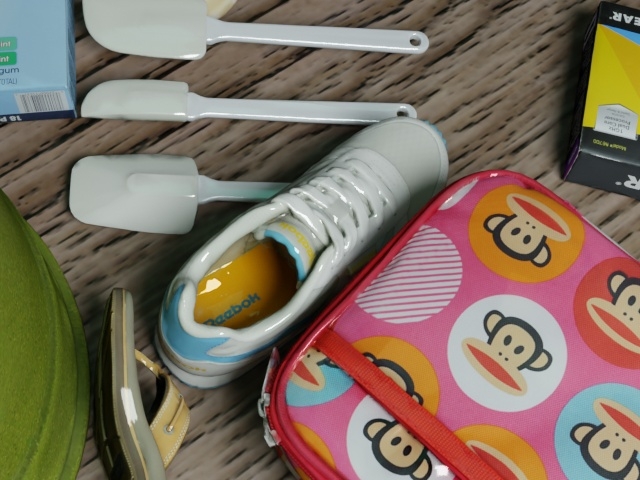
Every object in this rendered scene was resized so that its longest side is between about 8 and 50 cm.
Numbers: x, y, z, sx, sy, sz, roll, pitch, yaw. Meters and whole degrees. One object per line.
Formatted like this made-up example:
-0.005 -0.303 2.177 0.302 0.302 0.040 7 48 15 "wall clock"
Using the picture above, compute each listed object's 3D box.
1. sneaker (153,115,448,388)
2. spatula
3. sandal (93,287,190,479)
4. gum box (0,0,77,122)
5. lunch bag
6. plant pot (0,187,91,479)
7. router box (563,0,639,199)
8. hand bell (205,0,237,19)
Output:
0.000 0.000 0.670 0.087 0.092 0.229 45 69 6 "sneaker"
-0.043 -0.084 0.748 0.242 0.019 0.168 3 70 -10 "spatula"
-0.096 0.114 0.627 0.049 0.072 0.180 -5 64 -25 "sandal"
-0.252 -0.166 0.764 0.157 0.041 0.184 -4 63 -5 "gum box"
0.115 0.130 0.614 0.293 0.120 0.258 41 71 14 "lunch bag"
-0.307 0.020 0.492 0.367 0.353 0.366 2 63 -4 "plant pot"
0.268 -0.085 0.770 0.179 0.046 0.133 14 63 2 "router box"
-0.109 -0.256 0.713 0.126 0.242 0.126 2 63 -4 "hand bell"
